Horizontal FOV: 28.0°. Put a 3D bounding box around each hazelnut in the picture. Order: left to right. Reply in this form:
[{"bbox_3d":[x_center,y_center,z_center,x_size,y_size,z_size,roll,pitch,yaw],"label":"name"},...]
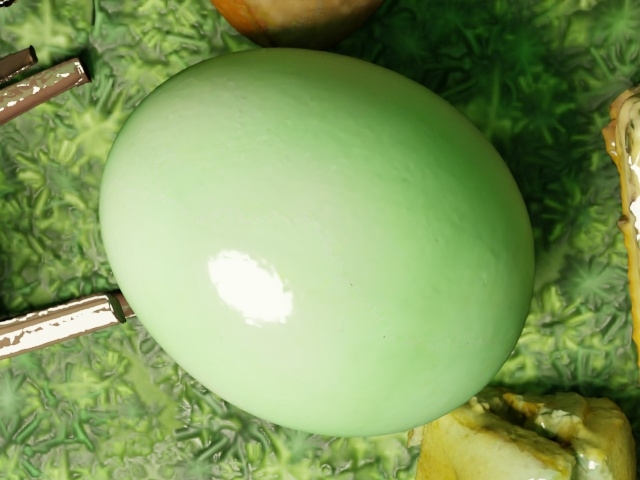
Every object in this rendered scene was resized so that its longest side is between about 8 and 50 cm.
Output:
[{"bbox_3d":[-0.012,-0.195,0.788,0.150,0.150,0.150,1,101,7],"label":"hazelnut"}]

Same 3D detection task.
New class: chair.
[{"bbox_3d":[-0.289,0.011,0.832,0.326,0.175,0.183,-19,90,7],"label":"chair"}]

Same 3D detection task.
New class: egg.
[{"bbox_3d":[0.000,0.000,0.764,0.269,0.220,0.220,30,104,-22],"label":"egg"}]

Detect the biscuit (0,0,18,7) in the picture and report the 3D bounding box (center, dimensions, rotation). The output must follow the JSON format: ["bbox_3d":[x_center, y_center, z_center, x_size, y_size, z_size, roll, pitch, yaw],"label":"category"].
[{"bbox_3d":[-0.221,-0.198,0.856,0.087,0.027,0.089,19,104,2],"label":"biscuit"}]

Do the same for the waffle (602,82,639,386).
[{"bbox_3d":[0.321,0.075,0.800,0.261,0.114,0.376,-5,101,7],"label":"waffle"}]

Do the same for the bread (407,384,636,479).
[{"bbox_3d":[0.132,0.158,0.845,0.156,0.110,0.103,-5,106,9],"label":"bread"}]
